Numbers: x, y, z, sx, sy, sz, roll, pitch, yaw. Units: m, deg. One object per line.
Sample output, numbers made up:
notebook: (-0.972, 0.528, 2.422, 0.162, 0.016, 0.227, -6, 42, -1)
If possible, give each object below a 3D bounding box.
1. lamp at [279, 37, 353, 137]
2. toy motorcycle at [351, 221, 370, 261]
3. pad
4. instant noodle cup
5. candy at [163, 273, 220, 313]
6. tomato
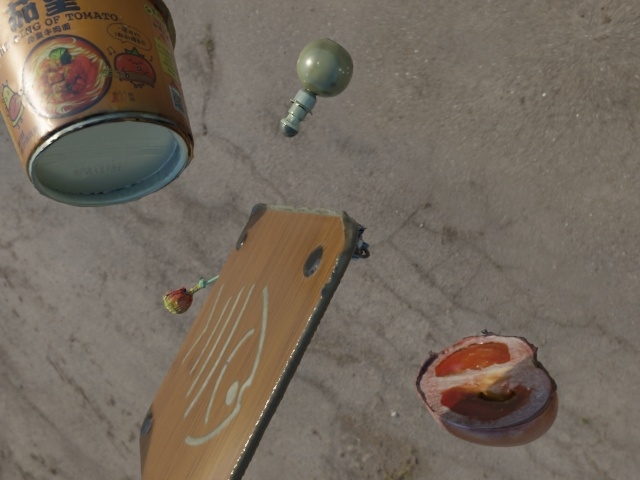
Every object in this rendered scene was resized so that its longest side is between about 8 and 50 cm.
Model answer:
lamp: (-0.016, -0.239, 0.806, 0.091, 0.091, 0.163, 35, 100, 12)
toy motorcycle: (0.000, 0.000, 1.005, 0.150, 0.221, 0.102, 39, 118, 35)
pad: (-0.084, 0.098, 0.437, 0.018, 0.284, 0.287, 28, 85, -21)
instant noodle cup: (-0.240, -0.150, 0.540, 0.215, 0.215, 0.172, -35, 70, 34)
candy: (-0.260, 0.101, 1.123, 0.201, 0.060, 0.061, -31, 94, 1)
tomato: (0.255, 0.246, 0.776, 0.199, 0.228, 0.112, -13, 108, 14)
